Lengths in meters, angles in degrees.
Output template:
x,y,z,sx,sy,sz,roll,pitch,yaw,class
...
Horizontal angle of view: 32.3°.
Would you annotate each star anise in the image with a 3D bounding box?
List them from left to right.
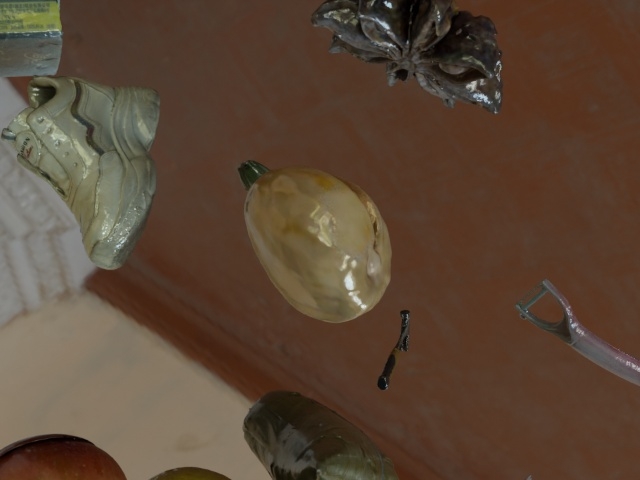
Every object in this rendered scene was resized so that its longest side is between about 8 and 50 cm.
x,y,z,sx,sy,sz,roll,pitch,yaw,class
0.117,-0.236,1.262,0.223,0.109,0.236,32,172,-28,star anise

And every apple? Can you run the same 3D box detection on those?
x,y,z,sx,sy,sz,roll,pitch,yaw,class
-0.422,0.429,1.695,0.252,0.271,0.206,90,159,-51,apple

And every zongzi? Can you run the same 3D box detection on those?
x,y,z,sx,sy,sz,roll,pitch,yaw,class
-0.035,0.346,1.884,0.356,0.174,0.393,36,171,36,zongzi

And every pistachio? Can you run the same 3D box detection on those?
x,y,z,sx,sy,sz,roll,pitch,yaw,class
0.000,0.000,1.890,0.309,0.230,0.230,46,154,31,pistachio

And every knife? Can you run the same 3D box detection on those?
x,y,z,sx,sy,sz,roll,pitch,yaw,class
0.430,0.167,1.708,0.278,0.053,0.123,33,156,1,knife

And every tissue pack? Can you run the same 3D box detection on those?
x,y,z,sx,sy,sz,roll,pitch,yaw,class
-0.544,-0.320,1.747,0.185,0.257,0.081,148,116,-71,tissue pack

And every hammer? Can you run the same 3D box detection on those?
x,y,z,sx,sy,sz,roll,pitch,yaw,class
0.136,0.211,2.027,0.021,0.201,0.078,6,121,15,hammer

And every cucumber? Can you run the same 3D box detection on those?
x,y,z,sx,sy,sz,roll,pitch,yaw,class
-0.118,-0.106,2.111,0.067,0.035,0.107,-25,131,24,cucumber

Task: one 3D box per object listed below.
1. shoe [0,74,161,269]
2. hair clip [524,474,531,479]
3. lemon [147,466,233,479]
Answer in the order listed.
x,y,z,sx,sy,sz,roll,pitch,yaw,class
-0.340,-0.106,1.537,0.210,0.342,0.132,13,134,-19,shoe
0.292,0.381,1.608,0.022,0.054,0.137,38,163,36,hair clip
-0.238,0.535,2.005,0.267,0.267,0.267,31,148,23,lemon
